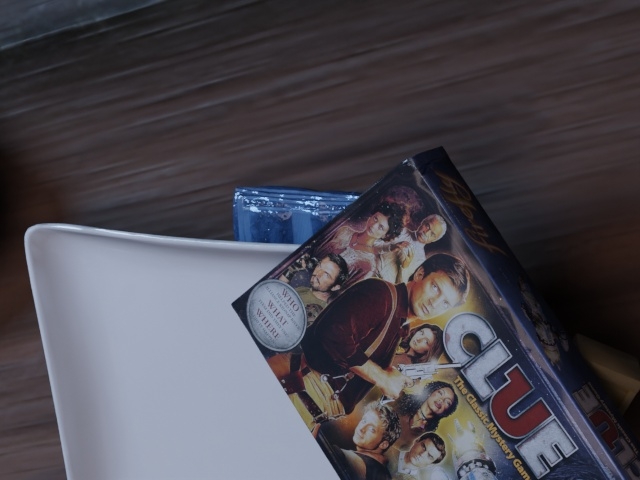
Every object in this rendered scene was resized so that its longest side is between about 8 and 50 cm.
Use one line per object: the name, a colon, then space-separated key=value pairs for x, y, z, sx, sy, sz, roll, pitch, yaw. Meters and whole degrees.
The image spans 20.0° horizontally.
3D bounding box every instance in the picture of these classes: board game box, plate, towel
board game box: x=0.072 y=0.091 z=1.057 sx=0.165 sy=0.042 sz=0.243 roll=-40 pitch=77 yaw=32
plate: x=-0.053 y=0.116 z=1.218 sx=0.277 sy=0.045 sz=0.278 roll=5 pitch=116 yaw=25
towel: x=0.000 y=0.000 z=1.181 sx=0.119 sy=0.029 sz=0.067 roll=5 pitch=109 yaw=23

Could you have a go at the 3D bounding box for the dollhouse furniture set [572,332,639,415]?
dollhouse furniture set: x=0.183 y=0.145 z=1.128 sx=0.161 sy=0.101 sz=0.182 roll=23 pitch=116 yaw=-10
